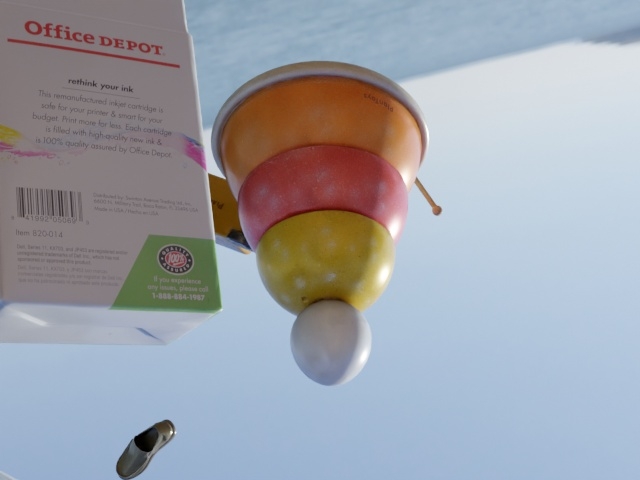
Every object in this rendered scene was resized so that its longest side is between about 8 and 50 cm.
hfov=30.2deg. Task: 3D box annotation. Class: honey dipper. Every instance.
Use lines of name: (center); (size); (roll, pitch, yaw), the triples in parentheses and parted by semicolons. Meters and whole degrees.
honey dipper: (0.161, -0.106, 2.027); (0.030, 0.161, 0.030); (-26, 154, -14)

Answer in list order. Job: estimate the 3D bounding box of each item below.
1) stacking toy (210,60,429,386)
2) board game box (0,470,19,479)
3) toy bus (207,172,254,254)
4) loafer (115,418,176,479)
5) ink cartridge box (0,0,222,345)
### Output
stacking toy: (0.000, 0.000, 1.788); (0.350, 0.480, 0.351); (0, 143, 0)
board game box: (-0.365, 0.322, 1.337); (0.242, 0.064, 0.316); (29, 173, -6)
toy bus: (-0.213, -0.062, 2.219); (0.332, 0.108, 0.130); (20, 168, 20)
loafer: (-0.331, 0.383, 2.189); (0.148, 0.056, 0.050); (-48, 152, 11)
ink cartridge box: (-0.221, -0.089, 1.087); (0.207, 0.354, 0.119); (5, 158, -32)
